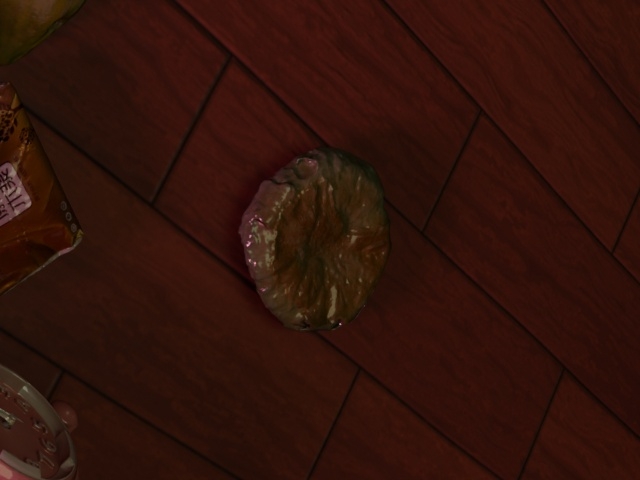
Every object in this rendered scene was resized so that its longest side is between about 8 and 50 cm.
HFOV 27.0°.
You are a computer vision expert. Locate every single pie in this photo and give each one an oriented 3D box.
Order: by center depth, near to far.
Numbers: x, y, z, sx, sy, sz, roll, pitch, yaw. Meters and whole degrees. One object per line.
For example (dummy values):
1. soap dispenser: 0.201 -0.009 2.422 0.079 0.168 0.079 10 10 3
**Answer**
1. pie: 0.000 0.000 2.003 0.306 0.071 0.306 -11 107 -42

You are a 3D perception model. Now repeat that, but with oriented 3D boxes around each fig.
1. fig: -0.334 -0.331 1.577 0.167 0.167 0.233 6 83 -44

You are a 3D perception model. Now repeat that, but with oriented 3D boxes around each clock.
1. clock: -0.402 0.245 1.563 0.142 0.227 0.241 -41 126 10

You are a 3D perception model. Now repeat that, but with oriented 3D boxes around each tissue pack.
1. tissue pack: -0.405 -0.053 1.595 0.183 0.092 0.226 -39 118 -33
